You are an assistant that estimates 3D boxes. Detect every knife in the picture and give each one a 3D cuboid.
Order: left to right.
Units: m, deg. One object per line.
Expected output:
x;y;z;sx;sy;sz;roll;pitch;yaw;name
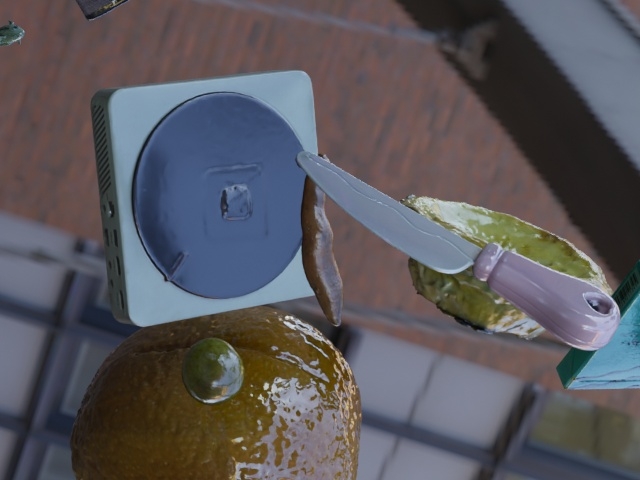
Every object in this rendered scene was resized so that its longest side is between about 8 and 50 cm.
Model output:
0.117;0.012;1.645;0.043;0.336;0.081;-68;173;34;knife

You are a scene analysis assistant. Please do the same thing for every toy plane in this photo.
-0.422;-0.270;2.367;0.080;0.083;0.033;-40;127;-49;toy plane

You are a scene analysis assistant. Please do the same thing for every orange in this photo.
-0.128;0.239;2.194;0.322;0.357;0.322;-4;90;-75;orange

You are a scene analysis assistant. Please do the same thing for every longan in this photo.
-0.121;0.142;1.968;0.083;0.075;0.075;38;-68;53;longan

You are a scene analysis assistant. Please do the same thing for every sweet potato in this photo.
-0.001;0.001;1.815;0.044;0.044;0.179;-104;-174;-79;sweet potato

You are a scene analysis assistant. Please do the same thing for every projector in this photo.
-0.123;-0.051;1.976;0.079;0.259;0.257;6;-78;56;projector

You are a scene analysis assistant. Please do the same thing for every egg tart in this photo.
0.222;0.043;2.285;0.315;0.315;0.120;-94;-156;-74;egg tart

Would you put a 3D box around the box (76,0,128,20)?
-0.260;-0.431;2.138;0.188;0.252;0.153;-26;-152;12;box

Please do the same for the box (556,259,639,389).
0.412;0.107;2.224;0.226;0.161;0.042;119;-36;-45;box
